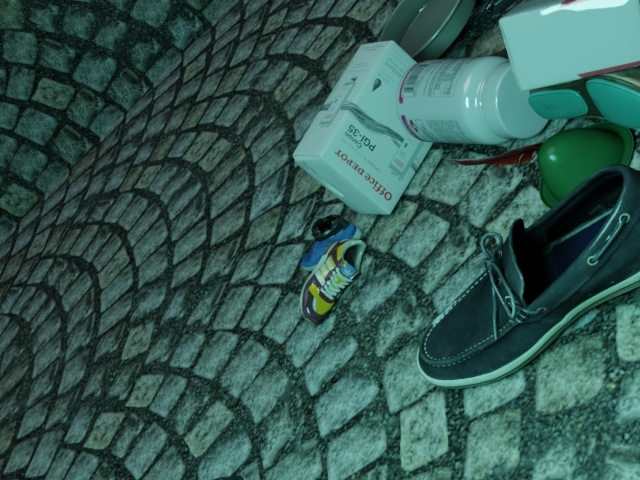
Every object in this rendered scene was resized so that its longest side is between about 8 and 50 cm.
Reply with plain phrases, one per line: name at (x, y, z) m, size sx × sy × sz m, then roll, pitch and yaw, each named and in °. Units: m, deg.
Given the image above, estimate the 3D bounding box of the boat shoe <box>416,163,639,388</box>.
boat shoe at (0.308, 0.052, 1.552) m, size 0.500 × 0.156 × 0.187 m, roll -38°, pitch 34°, yaw 35°

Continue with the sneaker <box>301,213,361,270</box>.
sneaker at (0.000, -0.001, 2.129) m, size 0.152 × 0.084 × 0.058 m, roll -31°, pitch 35°, yaw 32°

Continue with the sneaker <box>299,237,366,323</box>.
sneaker at (0.025, 0.073, 2.027) m, size 0.084 × 0.069 × 0.185 m, roll -14°, pitch 47°, yaw 55°

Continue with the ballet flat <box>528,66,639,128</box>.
ballet flat at (0.459, -0.249, 1.705) m, size 0.106 × 0.107 × 0.316 m, roll -45°, pitch 28°, yaw -14°

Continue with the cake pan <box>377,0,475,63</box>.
cake pan at (0.233, -0.479, 2.310) m, size 0.293 × 0.054 × 0.293 m, roll -43°, pitch 27°, yaw 29°

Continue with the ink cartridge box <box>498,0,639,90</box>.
ink cartridge box at (0.450, -0.364, 1.711) m, size 0.226 × 0.131 × 0.306 m, roll -9°, pitch 19°, yaw 34°

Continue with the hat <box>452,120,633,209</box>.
hat at (0.368, -0.158, 1.693) m, size 0.173 × 0.183 × 0.208 m, roll 7°, pitch 62°, yaw 56°

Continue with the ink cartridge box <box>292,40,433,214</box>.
ink cartridge box at (0.110, -0.218, 2.098) m, size 0.117 × 0.207 × 0.283 m, roll 8°, pitch 64°, yaw 59°

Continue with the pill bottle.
pill bottle at (0.280, -0.256, 1.952) m, size 0.160 × 0.160 × 0.283 m, roll -58°, pitch 30°, yaw -12°

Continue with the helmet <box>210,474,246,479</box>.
helmet at (-0.151, 0.468, 1.729) m, size 0.169 × 0.161 × 0.169 m, roll -34°, pitch 33°, yaw 27°

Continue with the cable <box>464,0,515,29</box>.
cable at (0.353, -0.522, 2.267) m, size 0.184 × 0.047 × 0.150 m, roll -38°, pitch 31°, yaw 22°
